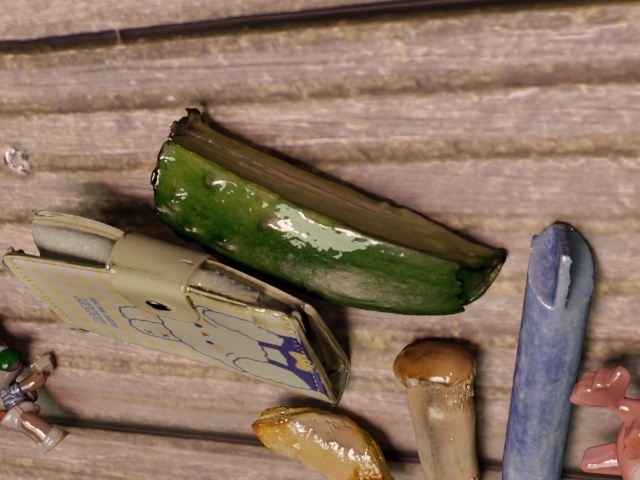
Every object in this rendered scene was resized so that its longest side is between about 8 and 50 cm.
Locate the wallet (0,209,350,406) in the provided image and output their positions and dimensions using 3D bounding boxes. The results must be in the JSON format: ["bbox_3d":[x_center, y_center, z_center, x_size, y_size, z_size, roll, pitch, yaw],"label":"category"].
[{"bbox_3d":[-0.135,0.069,1.102,0.310,0.077,0.223,14,154,18],"label":"wallet"}]

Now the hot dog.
[{"bbox_3d":[0.014,0.213,1.167,0.169,0.061,0.078,29,127,7],"label":"hot dog"}]

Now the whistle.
[{"bbox_3d":[0.207,0.128,1.022,0.062,0.062,0.304,13,123,19],"label":"whistle"}]

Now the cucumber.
[{"bbox_3d":[-0.001,0.003,1.027,0.325,0.105,0.145,22,126,10],"label":"cucumber"}]

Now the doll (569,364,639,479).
[{"bbox_3d":[0.338,0.196,0.975,0.262,0.093,0.211,38,134,-3],"label":"doll"}]

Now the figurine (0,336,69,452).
[{"bbox_3d":[-0.373,0.163,1.315,0.197,0.093,0.147,38,151,-9],"label":"figurine"}]

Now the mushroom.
[{"bbox_3d":[0.121,0.190,1.101,0.084,0.071,0.209,8,126,28],"label":"mushroom"}]
